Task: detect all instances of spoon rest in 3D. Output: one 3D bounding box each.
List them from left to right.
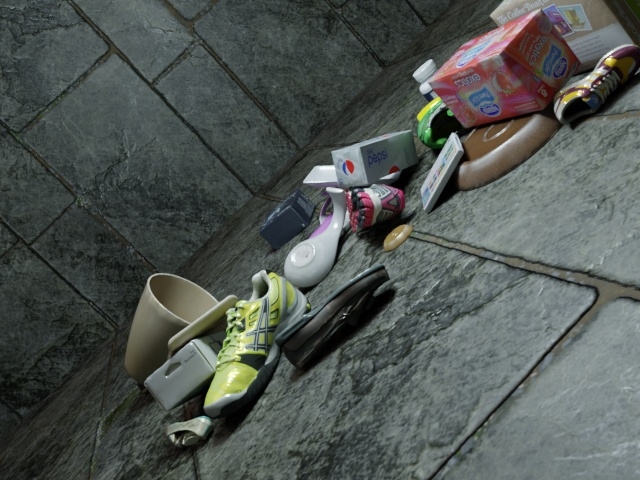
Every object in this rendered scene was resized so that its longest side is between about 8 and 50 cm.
[{"bbox_3d":[0.000,0.000,1.797,0.137,0.084,0.276,13,68,36],"label":"spoon rest"}]

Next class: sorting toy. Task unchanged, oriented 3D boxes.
[{"bbox_3d":[-0.283,0.211,1.643,0.193,0.038,0.208,-37,-11,-22],"label":"sorting toy"}]

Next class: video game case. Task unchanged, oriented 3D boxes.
[{"bbox_3d":[0.273,-0.155,1.577,0.143,0.019,0.157,-79,15,-66],"label":"video game case"}]

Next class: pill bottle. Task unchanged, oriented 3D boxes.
[{"bbox_3d":[0.342,-0.427,1.984,0.094,0.169,0.094,-40,14,12],"label":"pill bottle"}]

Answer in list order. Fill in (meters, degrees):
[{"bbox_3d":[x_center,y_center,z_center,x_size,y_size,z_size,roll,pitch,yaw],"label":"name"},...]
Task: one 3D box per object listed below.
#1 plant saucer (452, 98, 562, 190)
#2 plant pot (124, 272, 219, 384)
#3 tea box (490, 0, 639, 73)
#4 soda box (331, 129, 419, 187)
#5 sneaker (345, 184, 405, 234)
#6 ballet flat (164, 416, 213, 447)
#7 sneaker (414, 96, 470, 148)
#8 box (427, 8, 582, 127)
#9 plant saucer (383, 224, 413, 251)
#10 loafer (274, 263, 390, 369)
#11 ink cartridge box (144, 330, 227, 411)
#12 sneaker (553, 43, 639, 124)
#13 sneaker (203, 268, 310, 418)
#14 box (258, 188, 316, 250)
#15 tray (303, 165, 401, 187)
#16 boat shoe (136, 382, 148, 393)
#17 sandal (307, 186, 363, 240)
[{"bbox_3d":[0.399,-0.231,1.512,0.310,0.050,0.310,-41,14,13],"label":"plant saucer"},{"bbox_3d":[-0.449,0.280,2.032,0.274,0.256,0.256,-56,10,16],"label":"plant pot"},{"bbox_3d":[0.608,-0.547,1.501,0.323,0.220,0.329,-45,14,-11],"label":"tea box"},{"bbox_3d":[0.148,-0.215,1.818,0.091,0.098,0.286,-6,12,36],"label":"soda box"},{"bbox_3d":[0.129,-0.080,1.726,0.112,0.121,0.299,-11,6,-5],"label":"sneaker"},{"bbox_3d":[-0.295,0.421,1.511,0.168,0.057,0.052,-31,28,42],"label":"ballet flat"},{"bbox_3d":[0.392,-0.360,1.793,0.343,0.134,0.146,-48,18,20],"label":"sneaker"},{"bbox_3d":[0.387,-0.358,1.505,0.142,0.154,0.300,-47,16,-12],"label":"box"},{"bbox_3d":[0.170,-0.009,1.559,0.083,0.015,0.083,-40,15,13],"label":"plant saucer"},{"bbox_3d":[0.036,0.152,1.373,0.267,0.084,0.096,-37,-16,10],"label":"loafer"},{"bbox_3d":[-0.288,0.300,1.622,0.154,0.093,0.212,-41,-10,8],"label":"ink cartridge box"},{"bbox_3d":[0.523,-0.284,1.304,0.185,0.069,0.084,-41,22,36],"label":"sneaker"},{"bbox_3d":[-0.166,0.224,1.538,0.145,0.147,0.385,-29,21,40],"label":"sneaker"},{"bbox_3d":[-0.111,-0.072,2.361,0.156,0.093,0.158,-37,16,23],"label":"box"},{"bbox_3d":[0.098,-0.181,1.975,0.270,0.030,0.145,-1,23,16],"label":"tray"},{"bbox_3d":[-0.545,0.428,2.183,0.056,0.049,0.152,-44,14,-2],"label":"boat shoe"},{"bbox_3d":[0.048,-0.100,1.980,0.169,0.102,0.416,-29,19,43],"label":"sandal"}]
